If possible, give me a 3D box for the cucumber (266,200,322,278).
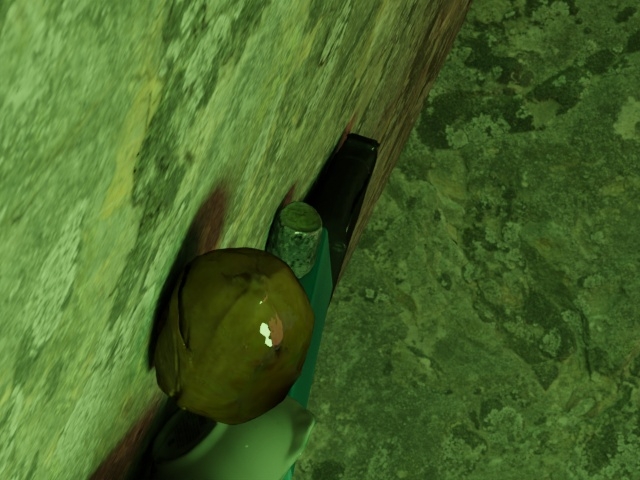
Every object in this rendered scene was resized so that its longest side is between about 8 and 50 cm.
[{"bbox_3d":[-0.033,0.000,1.707,0.112,0.064,0.064,101,14,-61],"label":"cucumber"}]

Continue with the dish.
[{"bbox_3d":[-0.112,0.207,1.529,0.224,0.078,0.246,-32,-157,21],"label":"dish"}]

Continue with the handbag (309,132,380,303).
[{"bbox_3d":[0.000,0.000,1.989,0.223,0.080,0.247,-71,180,-46],"label":"handbag"}]

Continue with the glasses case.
[{"bbox_3d":[-0.042,0.128,1.748,0.117,0.070,0.301,86,14,-47],"label":"glasses case"}]

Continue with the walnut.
[{"bbox_3d":[-0.074,0.083,1.237,0.245,0.137,0.137,107,9,-63],"label":"walnut"}]
